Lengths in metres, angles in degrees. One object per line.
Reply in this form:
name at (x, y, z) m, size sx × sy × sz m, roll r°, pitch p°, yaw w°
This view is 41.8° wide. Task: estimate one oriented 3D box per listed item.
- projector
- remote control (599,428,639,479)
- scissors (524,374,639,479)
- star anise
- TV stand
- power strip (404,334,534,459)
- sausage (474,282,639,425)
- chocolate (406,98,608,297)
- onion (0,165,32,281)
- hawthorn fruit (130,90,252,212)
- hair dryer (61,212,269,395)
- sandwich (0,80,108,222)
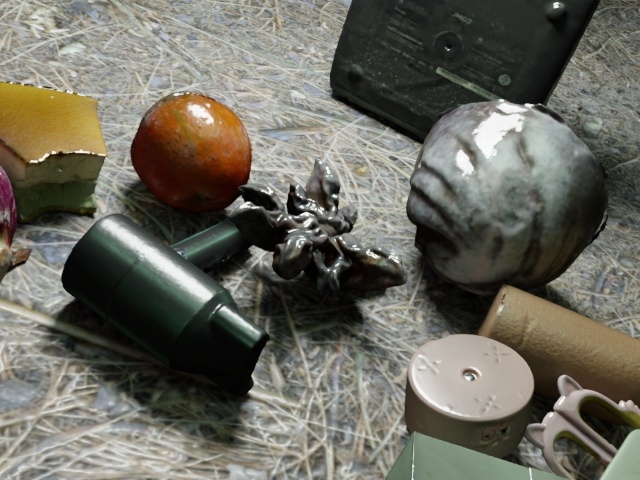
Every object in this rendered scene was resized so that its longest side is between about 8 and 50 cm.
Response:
projector at (0.260, -0.385, 1.525) m, size 0.395 × 0.405 × 0.242 m, roll 28°, pitch 38°, yaw 7°
remote control at (0.309, 0.288, 0.853) m, size 0.090 × 0.038 × 0.310 m, roll 38°, pitch 35°, yaw 22°
scissors at (0.394, 0.301, 1.015) m, size 0.317 × 0.024 × 0.160 m, roll 40°, pitch 66°, yaw 7°
star anise at (-0.003, -0.003, 1.118) m, size 0.283 × 0.129 × 0.212 m, roll 19°, pitch 31°, yaw -30°
TV stand at (0.210, 0.298, 0.903) m, size 0.270 × 0.088 × 0.082 m, roll 17°, pitch 37°, yaw -6°
power strip at (0.177, 0.189, 1.004) m, size 0.154 × 0.078 × 0.154 m, roll 1°, pitch 35°, yaw -1°
sausage at (0.332, 0.158, 1.113) m, size 0.253 × 0.123 × 0.123 m, roll 23°, pitch 36°, yaw 1°
chocolate at (0.239, -0.029, 1.210) m, size 0.303 × 0.303 × 0.213 m, roll 32°, pitch 55°, yaw 13°
onion at (-0.512, -0.060, 0.931) m, size 0.349 × 0.159 × 0.267 m, roll 23°, pitch 33°, yaw 0°
hawthorn fruit at (-0.174, -0.119, 1.174) m, size 0.173 × 0.172 × 0.172 m, roll 14°, pitch 37°, yaw -11°
hair dryer at (-0.129, 0.050, 1.045) m, size 0.244 × 0.116 × 0.302 m, roll 34°, pitch 31°, yaw 12°
sandwich at (-0.402, -0.119, 1.100) m, size 0.220 × 0.108 × 0.186 m, roll 5°, pitch 39°, yaw -25°
